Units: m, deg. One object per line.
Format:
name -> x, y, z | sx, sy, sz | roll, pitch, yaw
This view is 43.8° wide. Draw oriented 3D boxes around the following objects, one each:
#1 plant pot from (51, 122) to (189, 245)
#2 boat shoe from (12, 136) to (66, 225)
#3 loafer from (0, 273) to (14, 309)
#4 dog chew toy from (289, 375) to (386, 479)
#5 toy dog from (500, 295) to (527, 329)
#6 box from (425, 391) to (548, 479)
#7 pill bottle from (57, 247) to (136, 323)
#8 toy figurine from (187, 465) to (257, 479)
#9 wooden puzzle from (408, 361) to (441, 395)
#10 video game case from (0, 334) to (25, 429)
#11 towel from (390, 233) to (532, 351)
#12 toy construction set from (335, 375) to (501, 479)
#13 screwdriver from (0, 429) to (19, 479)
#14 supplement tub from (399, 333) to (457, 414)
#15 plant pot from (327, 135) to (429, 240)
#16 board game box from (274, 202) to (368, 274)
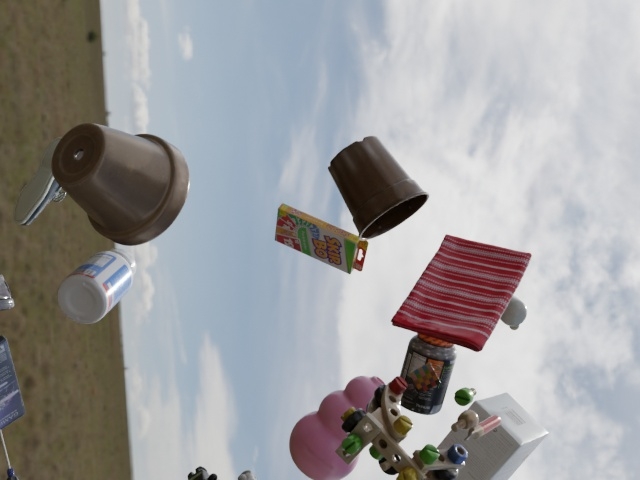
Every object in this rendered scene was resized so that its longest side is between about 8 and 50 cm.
plant pot -> -0.456, -0.146, 1.752 | 0.229, 0.263, 0.263 | 39, 36, -58
boat shoe -> -0.704, -0.143, 2.055 | 0.079, 0.095, 0.254 | 49, 56, -55
loafer -> -0.850, 0.127, 1.882 | 0.302, 0.109, 0.095 | 10, 67, -73
dog chew toy -> 0.063, 0.516, 2.233 | 0.332, 0.206, 0.206 | -51, -154, 7
toy dog -> 0.435, 0.171, 2.158 | 0.333, 0.220, 0.161 | -97, 168, -61
box -> 0.433, 0.612, 2.213 | 0.168, 0.215, 0.345 | 45, -68, 29
pill bottle -> -0.521, 0.099, 1.893 | 0.221, 0.124, 0.124 | -61, 156, -68
toy figurine -> -0.235, 0.667, 1.922 | 0.148, 0.209, 0.213 | -138, -121, -71
wooden puzzle -> 0.220, 0.290, 1.680 | 0.049, 0.083, 0.006 | 62, 9, 5
video game case -> -0.810, 0.372, 1.881 | 0.026, 0.196, 0.274 | 32, -44, 28
towel -> 0.283, 0.097, 1.595 | 0.199, 0.275, 0.031 | 15, -41, 30
toy construction set -> 0.181, 0.408, 1.615 | 0.309, 0.237, 0.257 | -25, -101, 33
screwdriver -> -0.562, 0.401, 1.434 | 0.170, 0.024, 0.025 | 57, -49, 40
supplement tub -> 0.250, 0.300, 1.863 | 0.117, 0.117, 0.190 | -134, -124, -67
plant pot -> 0.109, -0.114, 1.626 | 0.165, 0.167, 0.167 | 59, -24, 14
board game box -> 0.000, 0.000, 2.130 | 0.124, 0.259, 0.039 | 99, 18, -45
